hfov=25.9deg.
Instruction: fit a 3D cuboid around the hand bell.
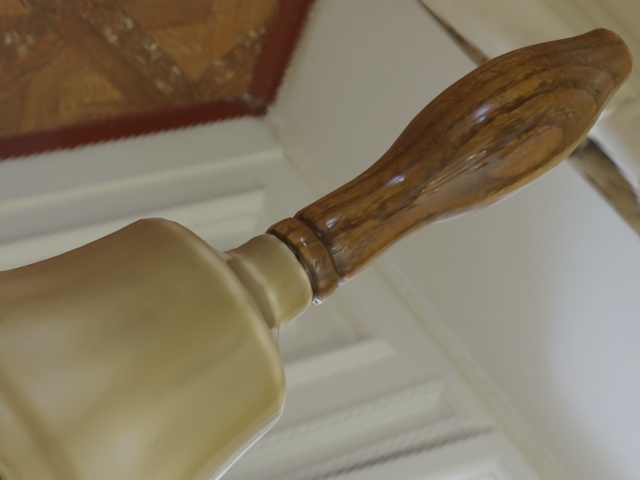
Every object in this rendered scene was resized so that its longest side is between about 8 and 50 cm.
[{"bbox_3d":[0.000,0.000,0.398,0.242,0.126,0.126,-34,148,-25],"label":"hand bell"}]
